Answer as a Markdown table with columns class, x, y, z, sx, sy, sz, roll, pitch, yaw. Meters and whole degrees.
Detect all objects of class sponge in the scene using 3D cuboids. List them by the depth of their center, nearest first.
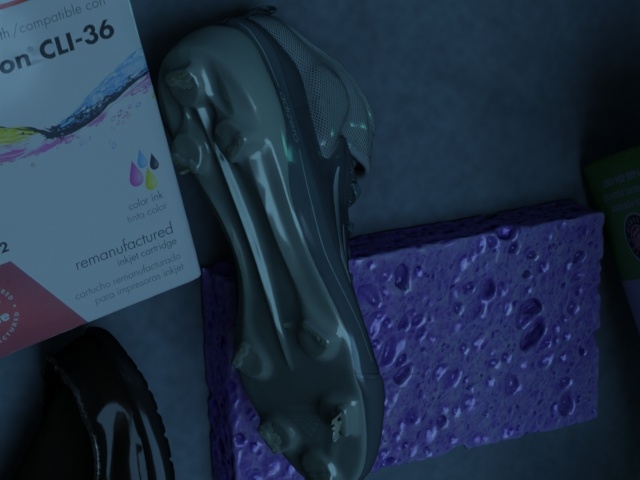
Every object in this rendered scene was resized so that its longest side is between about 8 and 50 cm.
| class | x | y | z | sx | sy | sz | roll | pitch | yaw |
| --- | --- | --- | --- | --- | --- | --- | --- | --- | --- |
| sponge | 0.045 | 0.052 | 0.755 | 0.210 | 0.031 | 0.117 | -10 | 112 | -25 |

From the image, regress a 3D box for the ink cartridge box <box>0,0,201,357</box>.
| class | x | y | z | sx | sy | sz | roll | pitch | yaw |
| --- | --- | --- | --- | --- | --- | --- | --- | --- | --- |
| ink cartridge box | -0.130 | -0.061 | 0.597 | 0.115 | 0.067 | 0.198 | -23 | 117 | -19 |

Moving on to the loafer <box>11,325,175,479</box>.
| class | x | y | z | sx | sy | sz | roll | pitch | yaw |
| --- | --- | --- | --- | --- | --- | --- | --- | --- | --- |
| loafer | -0.117 | 0.145 | 0.671 | 0.078 | 0.080 | 0.220 | -2 | 109 | -29 |

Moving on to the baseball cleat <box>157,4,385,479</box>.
| class | x | y | z | sx | sy | sz | roll | pitch | yaw |
| --- | --- | --- | --- | --- | --- | --- | --- | --- | --- |
| baseball cleat | 0.000 | 0.000 | 0.662 | 0.109 | 0.072 | 0.206 | -34 | 114 | -48 |

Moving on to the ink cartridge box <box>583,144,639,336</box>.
| class | x | y | z | sx | sy | sz | roll | pitch | yaw |
| --- | --- | --- | --- | --- | --- | --- | --- | --- | --- |
| ink cartridge box | 0.248 | 0.064 | 0.708 | 0.114 | 0.198 | 0.273 | -19 | 90 | -15 |
